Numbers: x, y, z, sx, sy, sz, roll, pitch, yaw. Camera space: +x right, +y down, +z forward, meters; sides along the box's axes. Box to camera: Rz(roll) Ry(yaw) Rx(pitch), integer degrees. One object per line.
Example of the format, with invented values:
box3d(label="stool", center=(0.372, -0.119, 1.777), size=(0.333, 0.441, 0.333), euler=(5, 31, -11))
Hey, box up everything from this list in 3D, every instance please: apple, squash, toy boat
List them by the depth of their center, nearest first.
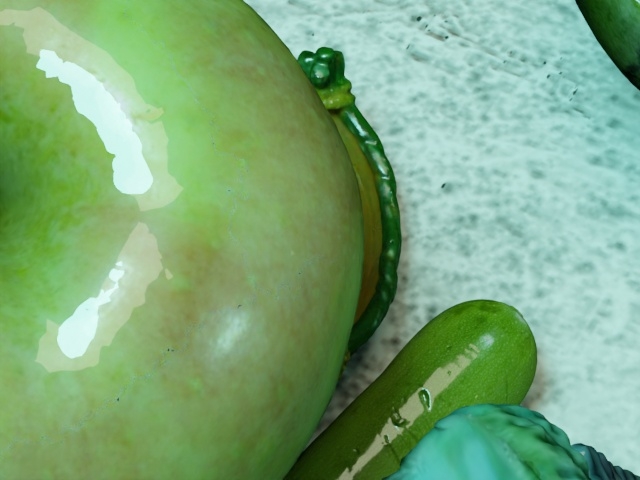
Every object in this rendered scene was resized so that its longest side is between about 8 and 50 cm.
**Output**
box3d(label="apple", center=(-0.141, 0.014, 0.739), size=(0.319, 0.277, 0.319), euler=(4, 71, -11))
box3d(label="squash", center=(0.036, 0.103, 0.844), size=(0.066, 0.066, 0.201), euler=(38, 66, 25))
box3d(label="toy boat", center=(0.000, 0.000, 0.903), size=(0.089, 0.088, 0.229), euler=(0, 55, 3))

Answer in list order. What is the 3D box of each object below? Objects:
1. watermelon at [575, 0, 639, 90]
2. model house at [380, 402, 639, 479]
box3d(label="watermelon", center=(0.286, -0.165, 0.941), size=(0.331, 0.189, 0.330), euler=(1, 70, -4))
box3d(label="model house", center=(0.157, 0.211, 0.696), size=(0.241, 0.226, 0.261), euler=(-1, 52, -33))
